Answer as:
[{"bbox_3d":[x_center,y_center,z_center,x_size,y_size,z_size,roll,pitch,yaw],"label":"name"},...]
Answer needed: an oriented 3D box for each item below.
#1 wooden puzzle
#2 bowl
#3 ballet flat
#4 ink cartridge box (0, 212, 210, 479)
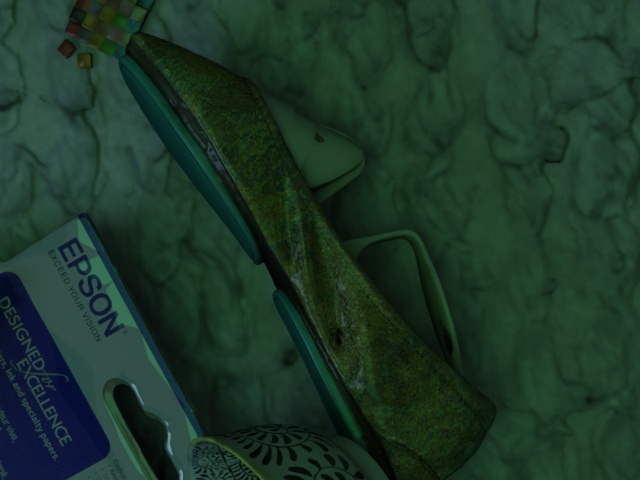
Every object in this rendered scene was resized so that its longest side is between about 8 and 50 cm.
[{"bbox_3d":[-0.144,-0.153,1.175,0.049,0.006,0.083,27,100,8],"label":"wooden puzzle"},{"bbox_3d":[-0.001,0.171,1.059,0.080,0.170,0.170,-34,88,-23],"label":"bowl"},{"bbox_3d":[0.000,0.000,1.115,0.123,0.123,0.348,-31,88,13],"label":"ballet flat"},{"bbox_3d":[-0.206,0.182,1.192,0.307,0.072,0.303,-29,88,11],"label":"ink cartridge box"}]
